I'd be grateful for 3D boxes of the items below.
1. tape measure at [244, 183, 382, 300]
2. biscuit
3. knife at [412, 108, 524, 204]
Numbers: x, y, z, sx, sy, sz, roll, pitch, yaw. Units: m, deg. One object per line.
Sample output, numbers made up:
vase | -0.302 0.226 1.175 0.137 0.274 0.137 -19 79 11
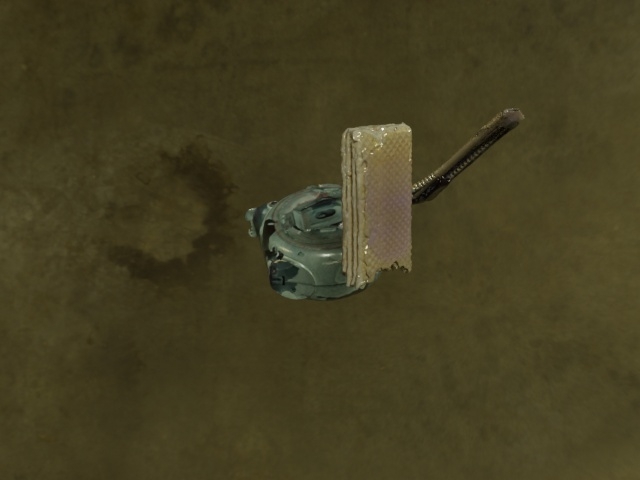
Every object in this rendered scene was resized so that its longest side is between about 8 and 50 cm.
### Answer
tape measure | 0.000 0.000 1.260 0.275 0.147 0.256 -11 40 -9
biscuit | 0.081 -0.052 0.917 0.062 0.108 0.238 18 115 51
knife | 0.294 -0.165 1.326 0.365 0.089 0.043 -42 62 48
